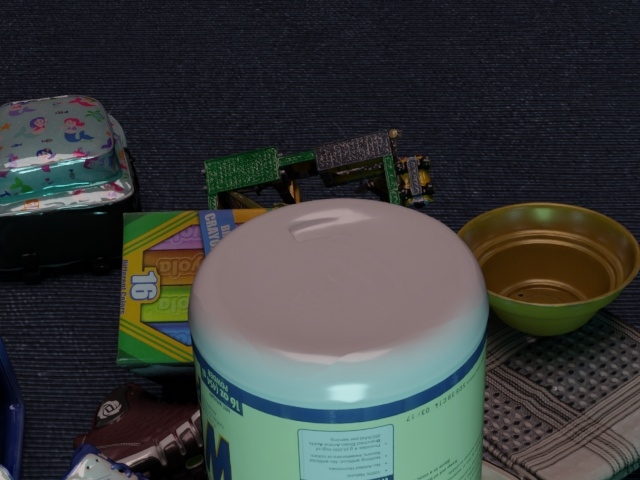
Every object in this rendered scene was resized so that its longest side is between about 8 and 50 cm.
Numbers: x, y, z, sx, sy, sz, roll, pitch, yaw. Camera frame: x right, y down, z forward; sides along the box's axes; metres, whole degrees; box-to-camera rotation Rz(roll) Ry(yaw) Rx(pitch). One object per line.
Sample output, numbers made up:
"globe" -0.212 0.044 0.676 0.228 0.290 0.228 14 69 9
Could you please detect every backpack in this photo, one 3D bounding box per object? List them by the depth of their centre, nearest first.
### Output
"backpack" -0.362 -0.090 1.935 0.225 0.191 0.253 -8 31 -6

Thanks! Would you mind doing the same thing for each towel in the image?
"towel" 0.244 0.166 1.597 0.324 0.056 0.312 -25 42 -26

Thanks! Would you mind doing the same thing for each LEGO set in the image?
"LEGO set" 0.000 0.000 1.818 0.331 0.192 0.255 -19 66 5

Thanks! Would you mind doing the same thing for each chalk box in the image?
"chalk box" -0.065 0.065 1.609 0.289 0.180 0.179 -2 76 10

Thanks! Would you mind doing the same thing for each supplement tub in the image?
"supplement tub" 0.019 0.155 1.182 0.235 0.325 0.235 -2 35 1

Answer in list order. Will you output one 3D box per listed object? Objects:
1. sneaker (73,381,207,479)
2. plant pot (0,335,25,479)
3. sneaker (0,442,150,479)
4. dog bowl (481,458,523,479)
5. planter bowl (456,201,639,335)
"sneaker" -0.149 0.192 1.589 0.281 0.106 0.162 -20 36 -22
"plant pot" -0.451 0.190 1.510 0.212 0.236 0.236 -11 37 0
"sneaker" -0.200 0.265 1.423 0.296 0.131 0.112 -3 -10 -19
"dog bowl" 0.044 0.369 1.288 0.408 0.150 0.408 -2 35 2
"planter bowl" 0.262 0.048 1.660 0.217 0.090 0.217 -3 33 2
